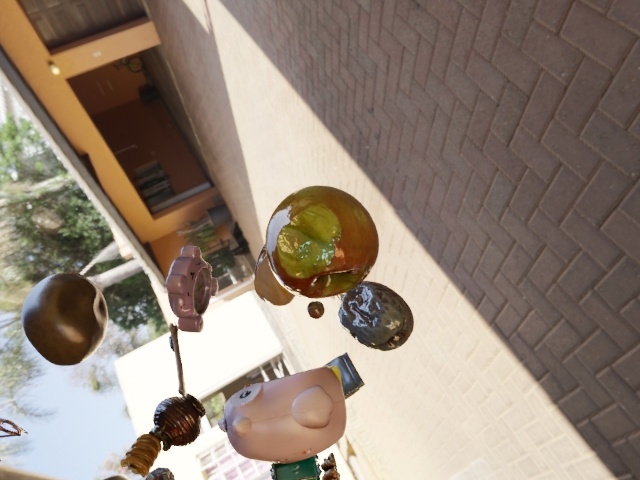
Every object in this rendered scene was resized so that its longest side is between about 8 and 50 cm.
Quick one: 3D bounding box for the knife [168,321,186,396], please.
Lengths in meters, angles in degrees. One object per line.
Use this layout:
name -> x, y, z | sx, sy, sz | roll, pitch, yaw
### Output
knife -> -0.605, 0.495, 1.854 | 0.089, 0.043, 0.365 | 74, 172, -45

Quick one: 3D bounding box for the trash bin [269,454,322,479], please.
trash bin -> -0.084, 1.070, 1.714 | 0.295, 0.258, 0.382 | -175, 79, -81

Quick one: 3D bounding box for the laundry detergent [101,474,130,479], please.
laundry detergent -> -0.836, 1.233, 1.959 | 0.397, 0.125, 0.264 | 38, 171, 19

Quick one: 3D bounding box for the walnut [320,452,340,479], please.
walnut -> 0.040, 0.877, 1.644 | 0.143, 0.068, 0.170 | -98, -1, -47

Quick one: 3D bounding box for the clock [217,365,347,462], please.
clock -> -0.114, 0.563, 1.402 | 0.368, 0.376, 0.251 | -40, 60, 59

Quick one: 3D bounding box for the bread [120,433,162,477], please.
bread -> -0.701, 0.841, 1.738 | 0.177, 0.119, 0.084 | -69, -2, -63

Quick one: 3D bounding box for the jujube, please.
jujube -> 0.207, 0.288, 1.721 | 0.215, 0.247, 0.308 | 34, -174, -45

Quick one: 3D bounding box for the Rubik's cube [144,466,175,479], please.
Rubik's cube -> -0.560, 0.848, 1.537 | 0.111, 0.093, 0.111 | 60, 172, 14

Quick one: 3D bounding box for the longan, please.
longan -> -0.912, 0.277, 1.581 | 0.350, 0.288, 0.289 | 58, 166, 28

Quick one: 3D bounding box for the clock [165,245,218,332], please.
clock -> -0.558, 0.208, 1.915 | 0.296, 0.113, 0.323 | -79, -11, -47

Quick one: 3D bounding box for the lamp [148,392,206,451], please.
lamp -> -0.631, 0.799, 1.938 | 0.247, 0.246, 0.247 | 57, 165, 24

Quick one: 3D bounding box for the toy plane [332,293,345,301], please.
toy plane -> 0.139, 0.324, 2.586 | 0.273, 0.107, 0.182 | 44, -172, -40

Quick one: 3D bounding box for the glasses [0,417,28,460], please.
glasses -> -1.067, 0.605, 1.411 | 0.162, 0.095, 0.255 | 13, 156, 50

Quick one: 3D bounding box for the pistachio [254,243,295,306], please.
pistachio -> -0.186, 0.153, 1.959 | 0.230, 0.229, 0.309 | -134, 36, -52

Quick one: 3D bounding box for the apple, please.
apple -> 0.000, 0.000, 1.297 | 0.340, 0.339, 0.340 | 57, 165, 24

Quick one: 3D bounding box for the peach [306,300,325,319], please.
peach -> -0.020, 0.300, 1.903 | 0.083, 0.083, 0.083 | 57, 165, 24

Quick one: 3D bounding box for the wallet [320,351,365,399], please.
wallet -> 0.025, 0.684, 2.029 | 0.075, 0.341, 0.237 | 59, 177, -28
